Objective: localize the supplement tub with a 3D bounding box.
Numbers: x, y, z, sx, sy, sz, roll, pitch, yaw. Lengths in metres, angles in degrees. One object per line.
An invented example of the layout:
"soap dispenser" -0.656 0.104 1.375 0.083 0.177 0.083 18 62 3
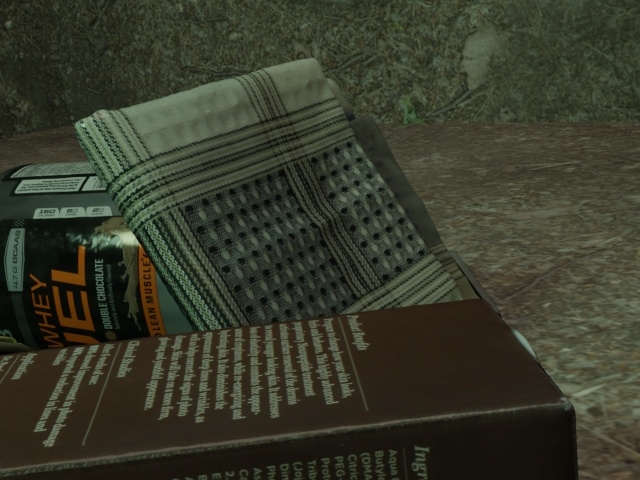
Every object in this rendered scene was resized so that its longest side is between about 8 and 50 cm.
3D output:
"supplement tub" -0.192 0.026 0.958 0.338 0.207 0.207 -2 14 19

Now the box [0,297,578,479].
"box" -0.063 0.140 0.583 0.381 0.143 0.191 -8 13 -2

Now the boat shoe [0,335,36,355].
"boat shoe" -0.328 0.136 0.766 0.091 0.109 0.305 -6 9 19

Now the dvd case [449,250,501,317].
"dvd case" 0.079 0.062 1.075 0.179 0.029 0.239 -7 13 -2

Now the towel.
"towel" 0.000 0.000 0.824 0.056 0.312 0.324 -38 -9 37
